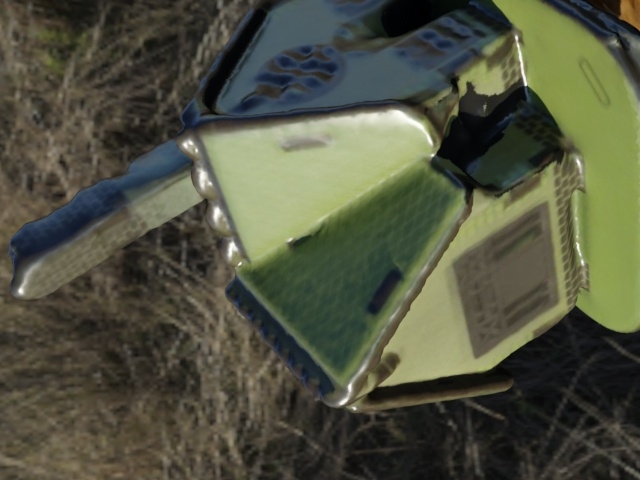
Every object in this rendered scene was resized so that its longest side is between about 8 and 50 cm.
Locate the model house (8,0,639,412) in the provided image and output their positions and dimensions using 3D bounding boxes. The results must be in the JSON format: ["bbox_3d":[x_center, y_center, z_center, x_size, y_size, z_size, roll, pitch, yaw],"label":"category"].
[{"bbox_3d":[0.000,0.000,0.589,0.218,0.279,0.205,42,157,43],"label":"model house"}]

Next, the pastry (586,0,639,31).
[{"bbox_3d":[0.279,-0.204,0.615,0.337,0.292,0.405,-12,106,11],"label":"pastry"}]
